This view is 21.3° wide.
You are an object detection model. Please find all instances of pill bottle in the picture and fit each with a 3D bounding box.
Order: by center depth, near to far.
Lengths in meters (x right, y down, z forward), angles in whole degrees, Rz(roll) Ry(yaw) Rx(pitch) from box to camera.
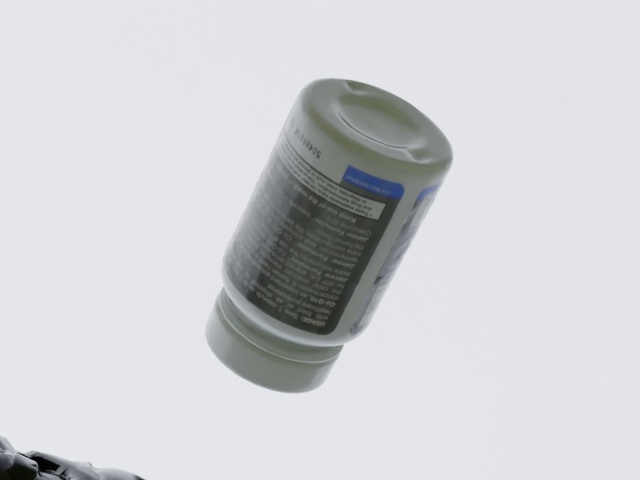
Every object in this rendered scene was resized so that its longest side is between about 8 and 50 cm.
[{"bbox_3d":[0.000,0.000,0.795,0.078,0.078,0.137,22,-62,-9],"label":"pill bottle"}]

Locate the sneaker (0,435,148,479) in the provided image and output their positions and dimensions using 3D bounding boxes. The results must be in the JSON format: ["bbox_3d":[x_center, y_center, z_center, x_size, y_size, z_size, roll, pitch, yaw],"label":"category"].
[{"bbox_3d":[-0.096,0.084,0.474,0.124,0.107,0.283,-30,-67,-9],"label":"sneaker"}]
